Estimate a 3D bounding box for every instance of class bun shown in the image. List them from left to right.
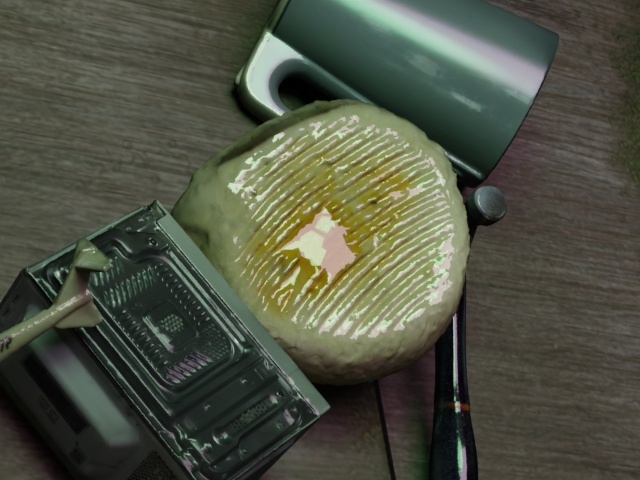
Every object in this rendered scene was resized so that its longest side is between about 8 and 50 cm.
[{"bbox_3d":[0.000,0.000,1.468,0.244,0.153,0.243,5,76,-20],"label":"bun"}]

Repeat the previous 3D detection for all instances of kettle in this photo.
[{"bbox_3d":[0.060,-0.148,1.654,0.243,0.160,0.210,26,74,-4],"label":"kettle"}]

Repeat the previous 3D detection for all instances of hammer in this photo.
[{"bbox_3d":[0.103,0.110,1.498,0.037,0.137,0.289,13,65,-25],"label":"hammer"}]

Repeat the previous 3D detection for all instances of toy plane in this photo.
[{"bbox_3d":[-0.258,0.099,1.212,0.286,0.092,0.108,-30,113,-15],"label":"toy plane"}]

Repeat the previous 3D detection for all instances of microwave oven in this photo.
[{"bbox_3d":[-0.123,0.100,1.336,0.208,0.122,0.162,49,44,9],"label":"microwave oven"}]
